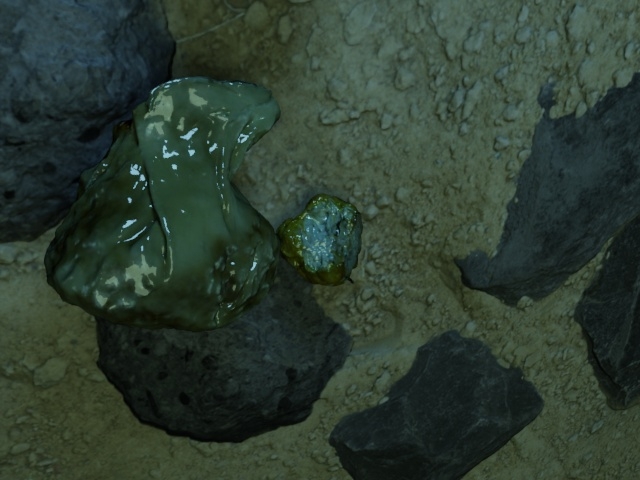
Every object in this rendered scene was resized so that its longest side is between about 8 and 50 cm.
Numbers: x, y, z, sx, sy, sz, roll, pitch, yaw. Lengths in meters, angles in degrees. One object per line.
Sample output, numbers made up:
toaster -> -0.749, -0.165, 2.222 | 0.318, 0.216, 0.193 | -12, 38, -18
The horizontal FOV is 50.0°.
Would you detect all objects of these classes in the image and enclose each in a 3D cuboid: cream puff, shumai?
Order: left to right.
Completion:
shumai -> -0.182, -0.065, 0.879 | 0.330, 0.292, 0.288 | -27, 150, -55
cream puff -> -0.001, 0.000, 1.131 | 0.156, 0.156, 0.121 | -26, 168, -10
